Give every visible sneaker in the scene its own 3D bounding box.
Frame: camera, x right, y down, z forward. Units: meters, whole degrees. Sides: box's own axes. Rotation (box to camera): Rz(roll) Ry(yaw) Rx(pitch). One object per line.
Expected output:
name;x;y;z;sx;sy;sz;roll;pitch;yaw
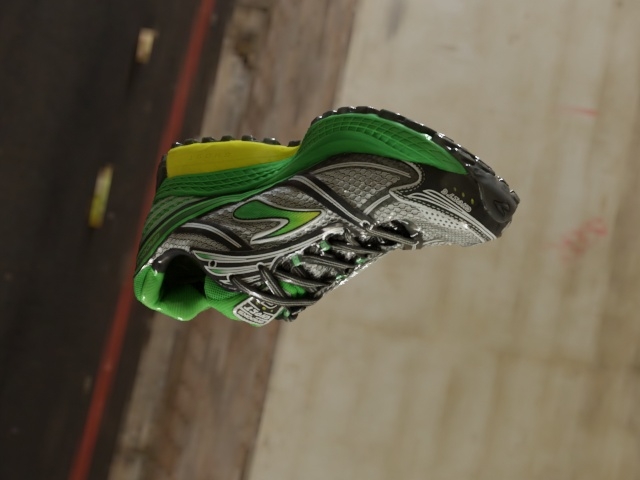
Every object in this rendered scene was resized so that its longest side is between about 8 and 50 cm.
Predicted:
sneaker;0.000;0.000;1.315;0.134;0.343;0.146;36;59;-37
